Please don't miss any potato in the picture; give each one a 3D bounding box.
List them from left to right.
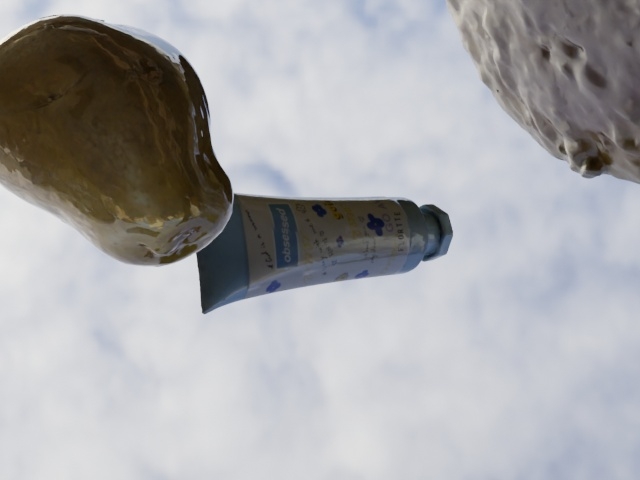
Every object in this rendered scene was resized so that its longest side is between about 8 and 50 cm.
[{"bbox_3d":[-0.058,-0.027,0.484,0.068,0.062,0.083,-18,-114,-32],"label":"potato"}]

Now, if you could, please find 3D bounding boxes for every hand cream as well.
[{"bbox_3d":[0.000,0.000,0.953,0.171,0.065,0.043,-4,175,-41],"label":"hand cream"}]

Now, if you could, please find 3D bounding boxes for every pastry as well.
[{"bbox_3d":[0.170,-0.168,1.052,0.136,0.329,0.329,-28,-128,-25],"label":"pastry"}]
